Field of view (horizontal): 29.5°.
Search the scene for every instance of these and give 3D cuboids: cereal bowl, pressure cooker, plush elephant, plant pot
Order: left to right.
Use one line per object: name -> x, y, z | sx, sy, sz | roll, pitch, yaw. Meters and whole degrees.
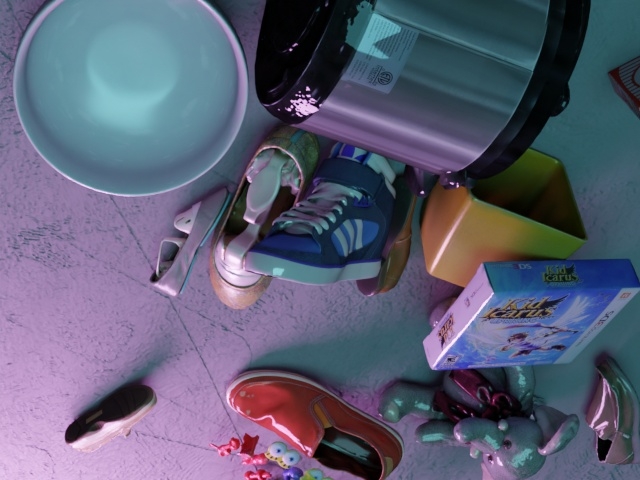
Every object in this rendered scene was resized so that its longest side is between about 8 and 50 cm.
cereal bowl -> -0.274, -0.243, 1.773 | 0.339, 0.141, 0.338 | -4, 119, -7
pressure cooker -> 0.156, -0.274, 1.673 | 0.421, 0.375, 0.370 | 16, 155, -20
plant pot -> 0.269, -0.033, 1.944 | 0.212, 0.212, 0.187 | 20, 127, -18
plush elephant -> 0.291, 0.312, 2.099 | 0.330, 0.255, 0.272 | 28, 112, -21

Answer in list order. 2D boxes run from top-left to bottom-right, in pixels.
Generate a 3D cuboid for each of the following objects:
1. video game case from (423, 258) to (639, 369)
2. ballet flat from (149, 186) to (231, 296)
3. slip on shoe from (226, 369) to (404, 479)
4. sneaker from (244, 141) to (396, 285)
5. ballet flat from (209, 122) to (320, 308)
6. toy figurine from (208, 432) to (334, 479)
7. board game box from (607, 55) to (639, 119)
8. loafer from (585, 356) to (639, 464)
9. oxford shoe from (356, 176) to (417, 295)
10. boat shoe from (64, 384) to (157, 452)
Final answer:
video game case -> 0.334, 0.121, 1.938 | 0.270, 0.061, 0.244 | -1, 145, -22
ballet flat -> -0.216, -0.003, 1.959 | 0.068, 0.072, 0.213 | 24, 113, -12
slip on shoe -> -0.013, 0.324, 2.120 | 0.331, 0.101, 0.123 | 26, 117, 3
sneaker -> 0.006, -0.060, 1.842 | 0.130, 0.323, 0.236 | 11, 97, 33
ballet flat -> -0.104, -0.027, 1.930 | 0.123, 0.123, 0.348 | 18, 115, -17
toy figurine -> -0.071, 0.526, 2.154 | 0.191, 0.217, 0.362 | -13, 134, 44
board game box -> 0.561, -0.260, 1.878 | 0.194, 0.146, 0.045 | -28, 120, 7
loafer -> 0.536, 0.326, 2.235 | 0.087, 0.094, 0.251 | -18, 120, -2
oxford shoe -> 0.122, -0.010, 2.015 | 0.076, 0.076, 0.212 | -5, 122, -41
boat shoe -> -0.355, 0.315, 2.129 | 0.190, 0.068, 0.072 | -28, 132, 19
